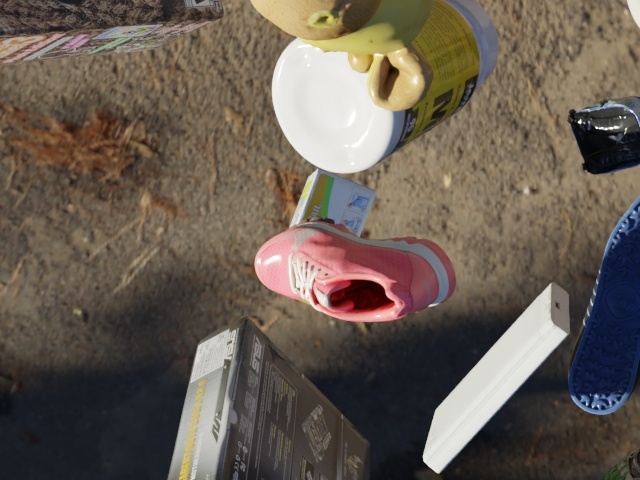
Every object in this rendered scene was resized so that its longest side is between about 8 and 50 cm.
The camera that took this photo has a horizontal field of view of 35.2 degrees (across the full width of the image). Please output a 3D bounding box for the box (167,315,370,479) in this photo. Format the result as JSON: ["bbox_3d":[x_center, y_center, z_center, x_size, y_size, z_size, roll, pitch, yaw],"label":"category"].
[{"bbox_3d":[-0.034,0.197,0.774,0.056,0.231,0.183,-29,120,21],"label":"box"}]

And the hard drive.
[{"bbox_3d":[0.284,0.216,1.617,0.040,0.203,0.307,39,110,1],"label":"hard drive"}]

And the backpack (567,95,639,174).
[{"bbox_3d":[0.432,-0.156,1.447,0.114,0.084,0.105,-7,106,55],"label":"backpack"}]

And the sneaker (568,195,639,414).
[{"bbox_3d":[0.292,0.052,0.944,0.081,0.090,0.232,26,92,15],"label":"sneaker"}]

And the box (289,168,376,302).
[{"bbox_3d":[0.000,0.000,1.640,0.103,0.203,0.114,21,174,-7],"label":"box"}]

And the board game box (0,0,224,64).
[{"bbox_3d":[-0.269,-0.298,0.961,0.141,0.291,0.232,-8,96,50],"label":"board game box"}]

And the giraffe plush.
[{"bbox_3d":[0.025,-0.164,0.487,0.210,0.181,0.170,12,136,-37],"label":"giraffe plush"}]

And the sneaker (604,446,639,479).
[{"bbox_3d":[0.334,0.162,0.813,0.134,0.343,0.146,33,112,21],"label":"sneaker"}]

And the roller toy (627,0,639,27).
[{"bbox_3d":[0.445,-0.285,1.109,0.209,0.146,0.191,17,94,32],"label":"roller toy"}]

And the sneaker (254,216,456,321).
[{"bbox_3d":[0.017,0.045,1.356,0.314,0.136,0.115,4,112,36],"label":"sneaker"}]

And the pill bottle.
[{"bbox_3d":[0.064,-0.144,0.858,0.119,0.208,0.119,17,122,29],"label":"pill bottle"}]
